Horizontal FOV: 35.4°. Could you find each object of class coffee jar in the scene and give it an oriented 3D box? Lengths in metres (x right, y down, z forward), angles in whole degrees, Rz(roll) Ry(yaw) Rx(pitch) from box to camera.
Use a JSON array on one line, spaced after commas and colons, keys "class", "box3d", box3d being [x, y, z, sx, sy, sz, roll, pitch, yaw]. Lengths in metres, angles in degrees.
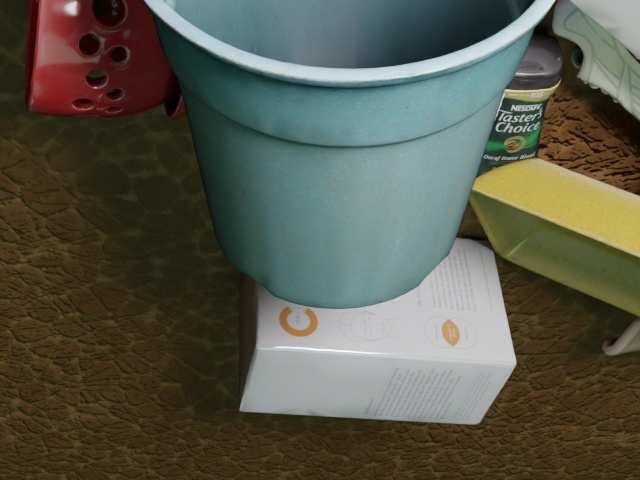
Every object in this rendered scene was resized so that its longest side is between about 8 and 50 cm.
[{"class": "coffee jar", "box3d": [0.223, -0.159, 1.181, 0.096, 0.079, 0.184, -1, 140, -4]}]

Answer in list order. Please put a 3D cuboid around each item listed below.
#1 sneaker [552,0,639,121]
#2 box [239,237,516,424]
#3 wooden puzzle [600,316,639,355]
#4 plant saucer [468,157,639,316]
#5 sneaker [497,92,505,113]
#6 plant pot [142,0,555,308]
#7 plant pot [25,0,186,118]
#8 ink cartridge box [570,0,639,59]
[{"class": "sneaker", "box3d": [0.362, -0.197, 1.145, 0.118, 0.110, 0.292, -11, 142, 34]}, {"class": "box", "box3d": [0.067, 0.116, 1.390, 0.345, 0.215, 0.168, 6, 140, -11]}, {"class": "wooden puzzle", "box3d": [0.610, 0.066, 1.412, 0.322, 0.081, 0.348, -6, 146, -28]}, {"class": "plant saucer", "box3d": [0.362, 0.009, 1.224, 0.332, 0.081, 0.333, 25, 173, 22]}, {"class": "sneaker", "box3d": [0.061, -0.112, 1.153, 0.150, 0.135, 0.366, 17, 144, -25]}, {"class": "plant pot", "box3d": [0.018, -0.134, 0.896, 0.341, 0.341, 0.334, -2, 141, -2]}, {"class": "plant pot", "box3d": [-0.200, -0.215, 0.998, 0.174, 0.191, 0.191, 2, 140, -18]}, {"class": "ink cartridge box", "box3d": [0.389, -0.254, 0.944, 0.232, 0.171, 0.168, 30, 163, -25]}]
